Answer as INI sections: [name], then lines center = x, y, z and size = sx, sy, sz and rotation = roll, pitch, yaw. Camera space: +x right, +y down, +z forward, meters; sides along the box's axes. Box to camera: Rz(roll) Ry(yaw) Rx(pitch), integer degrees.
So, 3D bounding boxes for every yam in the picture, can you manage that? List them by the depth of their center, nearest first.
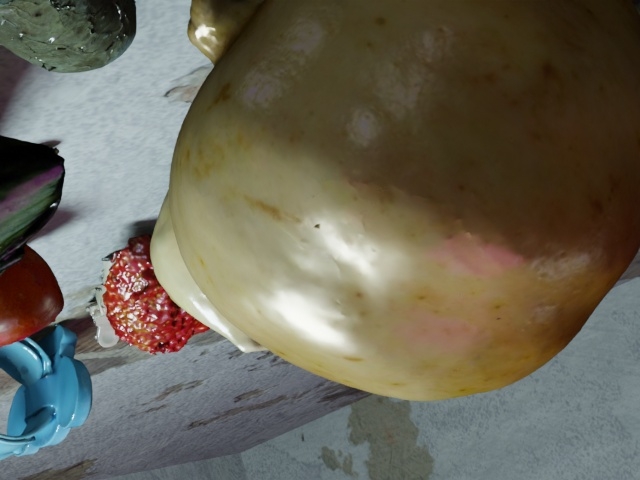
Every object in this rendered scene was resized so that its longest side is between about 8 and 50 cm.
[yam]
center = -0.184, -0.172, 0.857
size = 0.107, 0.107, 0.183
rotation = -19, 167, 3

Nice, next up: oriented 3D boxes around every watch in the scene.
[watch]
center = -0.448, 0.212, 1.837
size = 0.193, 0.211, 0.211
rotation = 14, 148, -39

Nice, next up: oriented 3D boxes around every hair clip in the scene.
[hair clip]
center = -0.281, 0.082, 1.733
size = 0.034, 0.072, 0.226
rotation = -16, 165, -22

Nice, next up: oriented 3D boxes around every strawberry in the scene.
[strawberry]
center = -0.186, 0.058, 1.642
size = 0.174, 0.098, 0.228
rotation = -36, 159, -21

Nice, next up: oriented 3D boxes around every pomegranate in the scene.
[pomegranate]
center = 0.059, -0.078, 1.011
size = 0.411, 0.412, 0.411
rotation = -17, 166, -5

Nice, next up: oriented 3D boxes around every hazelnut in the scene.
[hazelnut]
center = -0.058, 0.010, 1.410
size = 0.261, 0.241, 0.261
rotation = 9, 164, 2

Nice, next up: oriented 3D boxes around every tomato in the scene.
[tomato]
center = -0.379, 0.040, 1.411
size = 0.189, 0.099, 0.173
rotation = 17, -147, 28

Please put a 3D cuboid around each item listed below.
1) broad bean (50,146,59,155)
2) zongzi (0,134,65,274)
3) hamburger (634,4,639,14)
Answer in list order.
[broad bean]
center = -0.358, -0.025, 1.292
size = 0.256, 0.053, 0.052
rotation = -29, 118, 28
[zongzi]
center = -0.393, 0.080, 1.041
size = 0.383, 0.362, 0.319
rotation = -15, -176, -19
[hamburger]
center = 0.267, -0.107, 1.352
size = 0.277, 0.195, 0.318
rotation = -45, 170, 11
